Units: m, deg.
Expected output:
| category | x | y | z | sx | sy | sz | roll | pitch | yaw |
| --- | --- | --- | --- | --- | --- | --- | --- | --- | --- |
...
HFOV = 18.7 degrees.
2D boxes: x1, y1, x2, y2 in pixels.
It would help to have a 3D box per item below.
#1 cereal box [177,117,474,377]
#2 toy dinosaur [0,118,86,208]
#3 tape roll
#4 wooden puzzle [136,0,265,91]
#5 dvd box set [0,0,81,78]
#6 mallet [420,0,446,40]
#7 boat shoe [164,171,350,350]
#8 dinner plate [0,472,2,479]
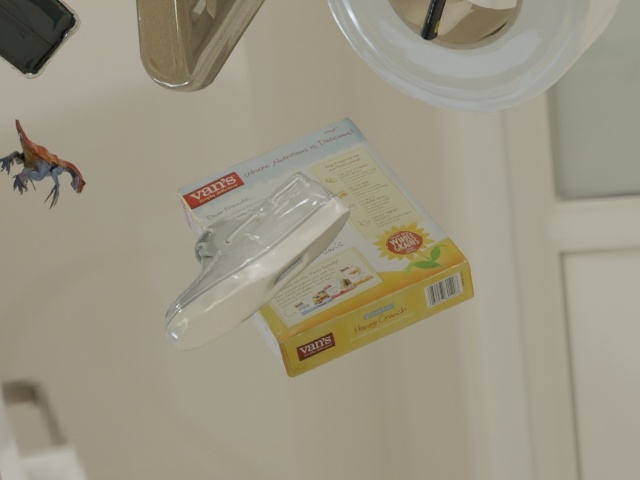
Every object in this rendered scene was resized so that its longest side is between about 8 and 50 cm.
| category | x | y | z | sx | sy | sz | roll | pitch | yaw |
| --- | --- | --- | --- | --- | --- | --- | --- | --- | --- |
| cereal box | 0.000 | 0.000 | 1.645 | 0.173 | 0.047 | 0.240 | -23 | 40 | -11 |
| toy dinosaur | -0.222 | -0.060 | 1.599 | 0.047 | 0.090 | 0.082 | 43 | 37 | 22 |
| tape roll | 0.142 | -0.269 | 1.836 | 0.286 | 0.286 | 0.100 | 3 | 29 | 31 |
| wooden puzzle | -0.033 | -0.281 | 1.089 | 0.080 | 0.322 | 0.348 | -2 | -12 | -20 |
| dvd box set | -0.341 | -0.250 | 1.438 | 0.062 | 0.307 | 0.420 | -52 | 20 | -2 |
| mallet | 0.118 | -0.254 | 1.661 | 0.039 | 0.190 | 0.062 | 28 | 52 | 13 |
| boat shoe | -0.056 | 0.010 | 1.412 | 0.063 | 0.066 | 0.184 | 41 | 61 | 14 |
| dinner plate | -0.377 | 0.287 | 2.061 | 0.017 | 0.141 | 0.141 | 5 | 19 | 19 |
